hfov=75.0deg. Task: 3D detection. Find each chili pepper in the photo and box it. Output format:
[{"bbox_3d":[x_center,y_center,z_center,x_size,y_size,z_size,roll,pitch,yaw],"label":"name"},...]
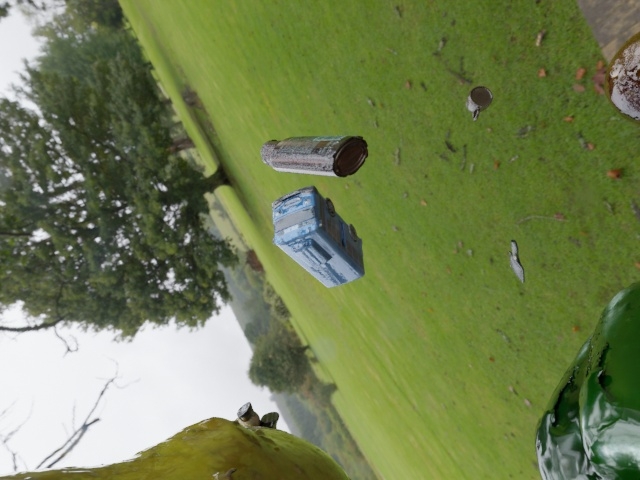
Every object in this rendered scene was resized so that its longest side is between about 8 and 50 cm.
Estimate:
[{"bbox_3d":[0.329,0.164,0.353,0.249,0.257,0.233,7,114,45],"label":"chili pepper"}]

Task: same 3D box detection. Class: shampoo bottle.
[{"bbox_3d":[-0.035,-0.217,1.063,0.323,0.129,0.084,13,140,47],"label":"shampoo bottle"}]

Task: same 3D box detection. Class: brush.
[{"bbox_3d":[0.485,0.046,1.038,0.193,0.016,0.062,52,-169,-51],"label":"brush"}]

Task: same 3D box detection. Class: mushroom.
[{"bbox_3d":[0.940,-0.420,1.057,0.345,0.346,0.238,88,177,-61],"label":"mushroom"}]

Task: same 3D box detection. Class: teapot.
[{"bbox_3d":[0.500,-0.436,1.333,0.068,0.076,0.121,100,179,-76],"label":"teapot"}]

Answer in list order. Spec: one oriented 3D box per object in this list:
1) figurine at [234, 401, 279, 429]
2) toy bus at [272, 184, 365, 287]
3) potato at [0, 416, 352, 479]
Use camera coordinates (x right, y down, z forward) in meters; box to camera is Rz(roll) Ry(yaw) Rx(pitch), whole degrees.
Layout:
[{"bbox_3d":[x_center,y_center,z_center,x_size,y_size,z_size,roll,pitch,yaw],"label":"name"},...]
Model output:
[{"bbox_3d":[-0.152,0.507,0.910,0.192,0.167,0.256,56,-170,-27],"label":"figurine"},{"bbox_3d":[0.000,0.000,0.909,0.234,0.116,0.133,44,-145,-46],"label":"toy bus"},{"bbox_3d":[-0.136,0.305,0.388,0.296,0.398,0.289,114,157,-85],"label":"potato"}]
